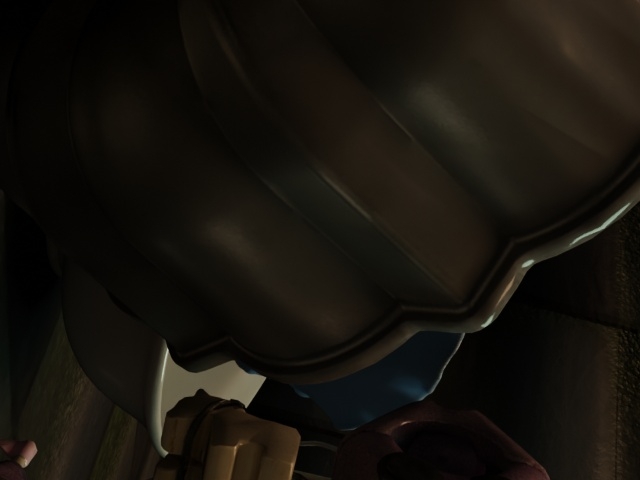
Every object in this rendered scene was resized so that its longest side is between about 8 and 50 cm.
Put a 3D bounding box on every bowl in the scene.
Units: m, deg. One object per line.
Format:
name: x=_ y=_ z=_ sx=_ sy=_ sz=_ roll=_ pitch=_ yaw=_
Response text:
bowl: x=-0.087 y=-0.015 z=0.807 sx=0.298 sy=0.134 sz=0.298 roll=-60 pitch=165 yaw=-26

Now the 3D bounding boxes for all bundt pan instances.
bundt pan: x=-0.010 y=-0.124 z=0.436 sx=0.330 sy=0.124 sz=0.331 roll=-25 pitch=-133 yaw=30

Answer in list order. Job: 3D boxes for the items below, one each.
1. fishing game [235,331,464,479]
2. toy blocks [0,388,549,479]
fishing game: x=0.000 y=0.000 z=0.580 sx=0.041 sy=0.189 sz=0.264 roll=-19 pitch=103 yaw=-43
toy blocks: x=-0.070 y=0.164 z=0.564 sx=0.260 sy=0.288 sz=0.309 roll=-66 pitch=169 yaw=-72
